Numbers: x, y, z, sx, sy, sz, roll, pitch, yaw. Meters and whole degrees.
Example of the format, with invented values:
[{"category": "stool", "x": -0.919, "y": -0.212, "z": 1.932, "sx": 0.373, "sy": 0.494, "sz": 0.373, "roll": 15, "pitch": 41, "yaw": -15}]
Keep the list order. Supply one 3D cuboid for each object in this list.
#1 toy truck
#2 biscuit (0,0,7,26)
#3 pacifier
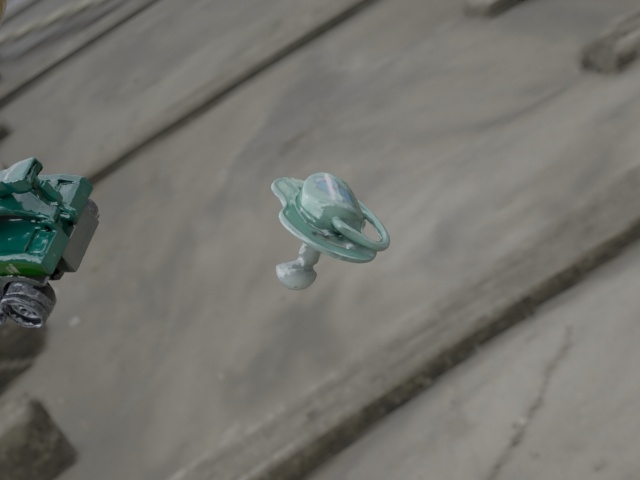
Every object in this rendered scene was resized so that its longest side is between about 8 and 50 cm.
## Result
[{"category": "toy truck", "x": -0.413, "y": -0.016, "z": 1.924, "sx": 0.363, "sy": 0.178, "sz": 0.176, "roll": -4, "pitch": 50, "yaw": 34}, {"category": "biscuit", "x": -0.387, "y": -0.204, "z": 1.275, "sx": 0.296, "sy": 0.102, "sz": 0.296, "roll": 4, "pitch": 45, "yaw": -4}, {"category": "pacifier", "x": 0.000, "y": 0.000, "z": 1.640, "sx": 0.116, "sy": 0.127, "sz": 0.150, "roll": -64, "pitch": 26, "yaw": 21}]
